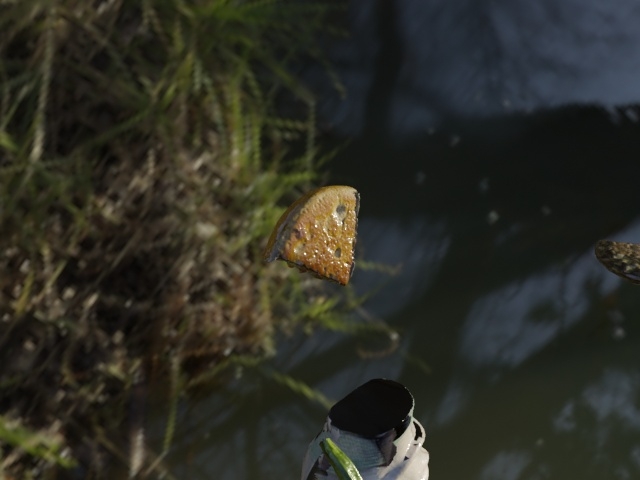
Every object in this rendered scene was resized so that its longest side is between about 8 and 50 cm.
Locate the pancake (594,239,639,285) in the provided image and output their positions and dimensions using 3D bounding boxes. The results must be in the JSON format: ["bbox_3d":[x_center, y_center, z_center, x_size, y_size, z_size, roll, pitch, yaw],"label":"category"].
[{"bbox_3d":[0.445,0.025,2.084,0.190,0.020,0.184,22,30,39],"label":"pancake"}]

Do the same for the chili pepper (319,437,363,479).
[{"bbox_3d":[0.019,0.170,1.072,0.017,0.030,0.083,-22,99,-46],"label":"chili pepper"}]

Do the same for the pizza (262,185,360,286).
[{"bbox_3d":[0.000,0.000,2.089,0.131,0.041,0.178,54,55,-26],"label":"pizza"}]

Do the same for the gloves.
[{"bbox_3d":[0.034,0.226,1.410,0.111,0.212,0.127,7,35,11],"label":"gloves"}]
